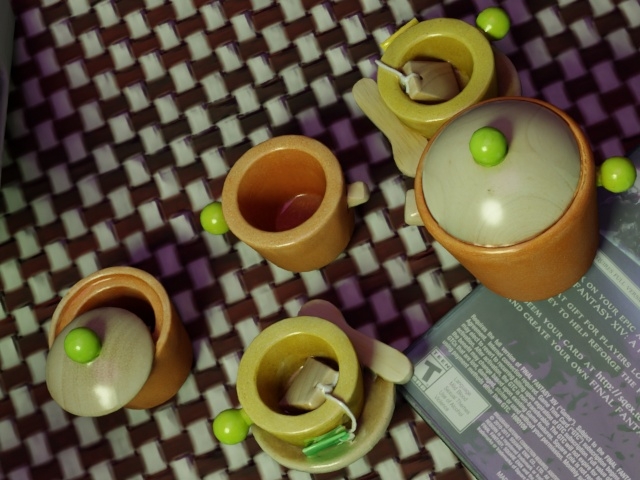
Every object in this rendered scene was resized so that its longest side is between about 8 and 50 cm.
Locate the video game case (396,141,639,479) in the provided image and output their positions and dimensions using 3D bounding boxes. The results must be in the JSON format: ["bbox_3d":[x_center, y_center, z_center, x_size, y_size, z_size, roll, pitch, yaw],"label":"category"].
[{"bbox_3d":[0.199,0.052,0.960,0.274,0.026,0.196,-41,69,-4],"label":"video game case"}]

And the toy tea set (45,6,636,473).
[{"bbox_3d":[0.000,0.000,0.951,0.336,0.124,0.200,-39,58,-3],"label":"toy tea set"}]

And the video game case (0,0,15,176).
[{"bbox_3d":[-0.341,-0.016,1.013,0.329,0.036,0.300,-15,39,6],"label":"video game case"}]
